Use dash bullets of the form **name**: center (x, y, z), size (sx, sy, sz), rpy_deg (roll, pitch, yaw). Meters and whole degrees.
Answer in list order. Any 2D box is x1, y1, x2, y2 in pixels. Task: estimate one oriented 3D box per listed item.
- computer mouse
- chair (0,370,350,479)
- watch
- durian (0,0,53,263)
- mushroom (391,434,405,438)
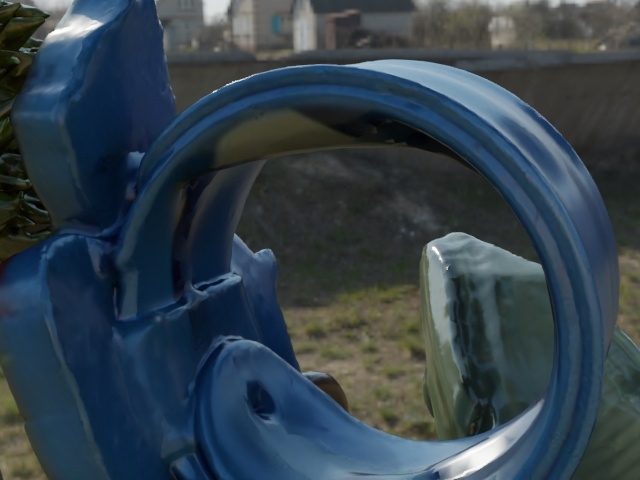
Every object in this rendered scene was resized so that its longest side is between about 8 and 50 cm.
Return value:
- **computer mouse**: center (0.156, 0.170, 0.645), size (0.145, 0.228, 0.429), rpy_deg (-28, 46, -6)
- **chair**: center (-0.170, 0.251, 0.930), size (0.400, 0.227, 0.226), rpy_deg (-10, 10, 11)
- **watch**: center (0.000, 0.000, 0.506), size (0.274, 0.305, 0.241), rpy_deg (-10, 10, 22)
- **durian**: center (-0.262, -0.081, 0.551), size (0.198, 0.163, 0.394), rpy_deg (-13, -27, 26)
- **mushroom**: center (0.055, 0.241, 0.857), size (0.156, 0.151, 0.285), rpy_deg (-10, -2, -14)
